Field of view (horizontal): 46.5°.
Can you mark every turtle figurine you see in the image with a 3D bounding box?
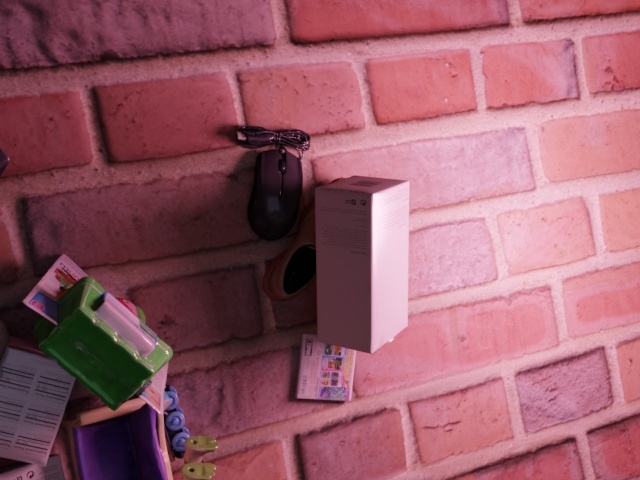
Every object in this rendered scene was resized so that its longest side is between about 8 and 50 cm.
[{"bbox_3d":[-0.241,0.577,1.621,0.198,0.275,0.266,-31,137,-57],"label":"turtle figurine"}]

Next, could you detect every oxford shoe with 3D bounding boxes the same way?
[{"bbox_3d":[0.000,0.000,1.764,0.123,0.130,0.348,34,78,-16],"label":"oxford shoe"}]

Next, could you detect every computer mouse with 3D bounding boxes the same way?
[{"bbox_3d":[-0.108,-0.136,1.756,0.189,0.072,0.272,3,89,-22],"label":"computer mouse"}]

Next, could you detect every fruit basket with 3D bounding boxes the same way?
[{"bbox_3d":[-0.417,0.169,1.491,0.165,0.353,0.327,-42,104,8],"label":"fruit basket"}]

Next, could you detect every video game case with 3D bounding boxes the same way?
[{"bbox_3d":[0.015,0.312,1.828,0.143,0.019,0.157,8,86,-21],"label":"video game case"}]

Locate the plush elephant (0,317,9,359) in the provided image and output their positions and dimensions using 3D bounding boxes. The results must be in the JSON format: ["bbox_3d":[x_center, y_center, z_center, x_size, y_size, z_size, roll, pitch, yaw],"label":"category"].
[{"bbox_3d":[-0.764,0.257,1.397,0.256,0.272,0.329,21,85,-24],"label":"plush elephant"}]

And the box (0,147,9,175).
[{"bbox_3d":[-0.905,-0.168,1.280,0.472,0.297,0.479,-44,105,-30],"label":"box"}]

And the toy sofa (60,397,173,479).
[{"bbox_3d":[-0.393,0.510,1.495,0.150,0.177,0.362,-6,80,-40],"label":"toy sofa"}]

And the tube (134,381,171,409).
[{"bbox_3d":[-0.402,0.285,1.615,0.080,0.052,0.207,-33,67,-22],"label":"tube"}]

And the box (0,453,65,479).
[{"bbox_3d":[-0.603,0.539,1.479,0.181,0.119,0.181,-11,83,-43],"label":"box"}]

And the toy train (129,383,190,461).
[{"bbox_3d":[-0.355,0.405,1.658,0.105,0.080,0.184,-17,95,-13],"label":"toy train"}]

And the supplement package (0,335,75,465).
[{"bbox_3d":[-0.594,0.317,1.503,0.149,0.194,0.203,20,83,-20],"label":"supplement package"}]

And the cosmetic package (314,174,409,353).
[{"bbox_3d":[0.099,0.049,1.709,0.197,0.155,0.365,-21,116,-57],"label":"cosmetic package"}]
